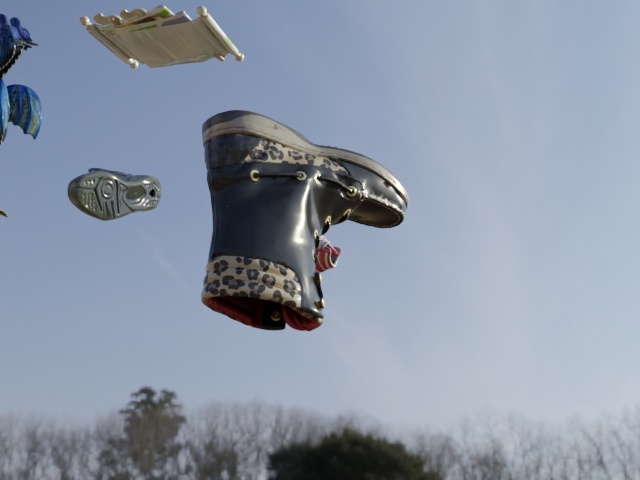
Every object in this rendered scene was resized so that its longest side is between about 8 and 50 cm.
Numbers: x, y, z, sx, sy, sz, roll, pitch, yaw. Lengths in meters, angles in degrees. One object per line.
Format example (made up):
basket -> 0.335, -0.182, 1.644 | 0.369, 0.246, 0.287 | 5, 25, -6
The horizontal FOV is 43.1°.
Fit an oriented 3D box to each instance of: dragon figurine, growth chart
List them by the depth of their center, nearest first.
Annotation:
dragon figurine -> -0.472, -0.188, 1.192 | 0.144, 0.289, 0.085 | -13, -6, 18
growth chart -> -0.267, -0.341, 1.362 | 0.237, 0.021, 0.172 | -1, -22, 17

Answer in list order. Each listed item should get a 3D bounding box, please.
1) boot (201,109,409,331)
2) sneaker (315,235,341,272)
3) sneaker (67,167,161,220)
boot -> -0.019, -0.005, 1.204 | 0.377, 0.284, 0.138 | 22, -31, -38
sneaker -> 0.000, 0.000, 1.510 | 0.067, 0.119, 0.042 | -13, -4, 33
sneaker -> -0.400, -0.085, 1.460 | 0.130, 0.087, 0.227 | 3, 8, 22
